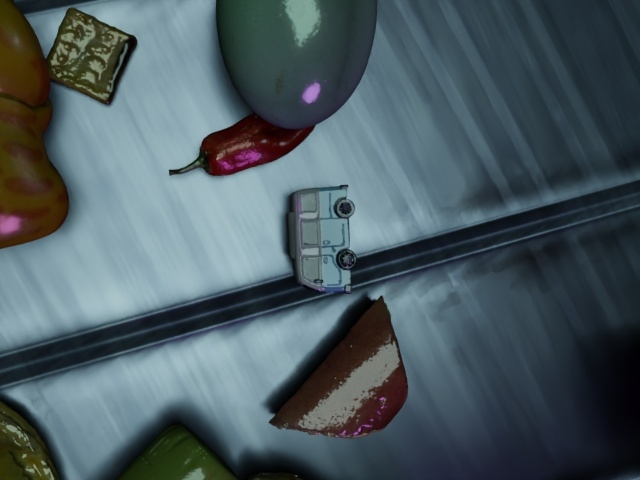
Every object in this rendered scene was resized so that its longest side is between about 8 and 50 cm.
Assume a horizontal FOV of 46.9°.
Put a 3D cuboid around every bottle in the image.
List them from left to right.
[{"bbox_3d":[-0.205,0.320,0.770,0.112,0.112,0.260,46,76,-9],"label":"bottle"}]

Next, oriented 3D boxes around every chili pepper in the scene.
[{"bbox_3d":[-0.078,-0.109,0.825,0.191,0.050,0.059,-26,81,-17],"label":"chili pepper"}]

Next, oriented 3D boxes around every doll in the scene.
[{"bbox_3d":[-0.343,-0.111,0.719,0.166,0.162,0.270,-6,85,-2],"label":"doll"}]

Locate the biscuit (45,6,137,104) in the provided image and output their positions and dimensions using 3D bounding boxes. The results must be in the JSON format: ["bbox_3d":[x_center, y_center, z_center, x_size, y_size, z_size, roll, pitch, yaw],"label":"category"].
[{"bbox_3d":[-0.251,-0.200,0.803,0.081,0.018,0.083,23,87,-11],"label":"biscuit"}]

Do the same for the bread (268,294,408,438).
[{"bbox_3d":[0.046,0.170,0.852,0.119,0.067,0.192,42,84,-10],"label":"bread"}]

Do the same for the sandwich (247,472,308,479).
[{"bbox_3d":[0.001,0.425,0.804,0.301,0.099,0.271,25,83,3],"label":"sandwich"}]

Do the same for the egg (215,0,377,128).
[{"bbox_3d":[-0.025,-0.233,0.771,0.168,0.168,0.231,1,93,-11],"label":"egg"}]

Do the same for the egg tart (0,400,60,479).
[{"bbox_3d":[-0.430,0.316,0.732,0.345,0.132,0.346,-1,95,-12],"label":"egg tart"}]

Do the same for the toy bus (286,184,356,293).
[{"bbox_3d":[0.000,0.000,0.841,0.074,0.060,0.123,-2,91,-7],"label":"toy bus"}]
